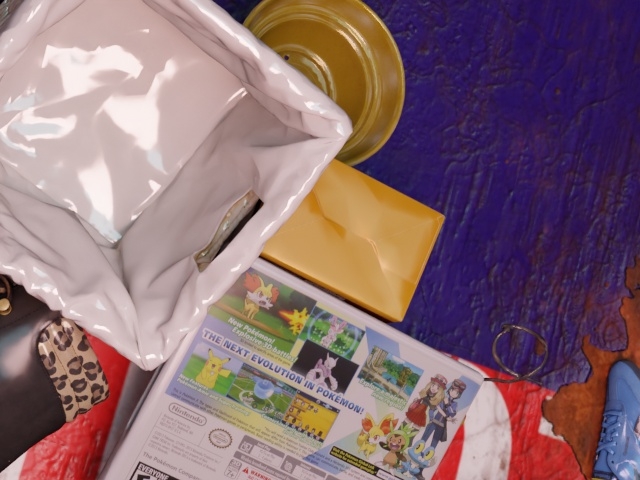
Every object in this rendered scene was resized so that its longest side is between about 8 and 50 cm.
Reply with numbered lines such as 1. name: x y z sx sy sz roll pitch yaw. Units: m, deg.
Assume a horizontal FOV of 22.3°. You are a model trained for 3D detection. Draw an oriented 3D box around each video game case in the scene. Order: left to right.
1. video game case: -0.030 0.205 1.724 0.329 0.036 0.300 28 91 -19

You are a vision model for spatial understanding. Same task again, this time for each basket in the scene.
1. basket: -0.210 -0.115 1.628 0.331 0.266 0.328 37 96 -23

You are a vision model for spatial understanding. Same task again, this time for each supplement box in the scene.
1. supplement box: 0.000 0.000 1.801 0.191 0.194 0.129 27 76 -14

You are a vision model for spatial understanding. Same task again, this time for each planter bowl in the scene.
1. planter bowl: -0.018 -0.181 1.885 0.217 0.090 0.217 4 81 -24

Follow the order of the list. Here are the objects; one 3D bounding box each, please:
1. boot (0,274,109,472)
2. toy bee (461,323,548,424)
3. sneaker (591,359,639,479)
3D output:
1. boot: -0.409 0.098 1.645 0.284 0.138 0.377 -34 101 -23
2. toy bee: 0.104 0.205 1.869 0.298 0.162 0.195 5 63 7
3. sneaker: 0.377 0.255 2.021 0.082 0.069 0.209 -6 86 -21
